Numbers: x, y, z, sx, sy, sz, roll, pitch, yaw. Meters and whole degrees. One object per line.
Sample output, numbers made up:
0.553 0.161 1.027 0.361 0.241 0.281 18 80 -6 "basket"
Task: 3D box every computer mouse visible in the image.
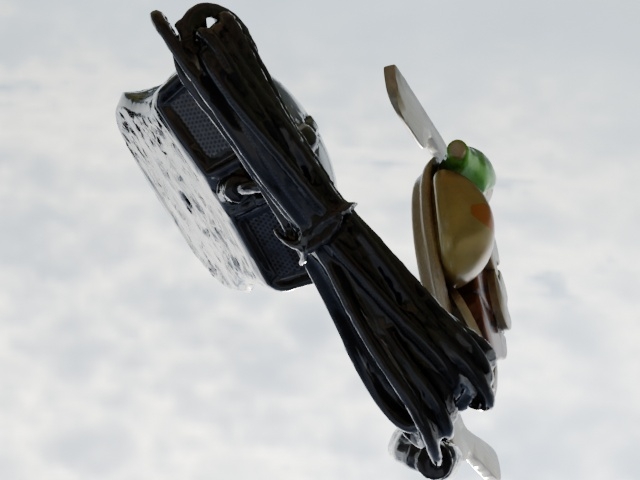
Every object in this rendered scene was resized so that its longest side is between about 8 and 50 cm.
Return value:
0.000 0.000 0.672 0.060 0.184 0.262 -34 -178 -10 "computer mouse"

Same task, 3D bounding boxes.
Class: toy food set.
0.076 0.017 0.882 0.038 0.192 0.132 -13 160 14 "toy food set"
